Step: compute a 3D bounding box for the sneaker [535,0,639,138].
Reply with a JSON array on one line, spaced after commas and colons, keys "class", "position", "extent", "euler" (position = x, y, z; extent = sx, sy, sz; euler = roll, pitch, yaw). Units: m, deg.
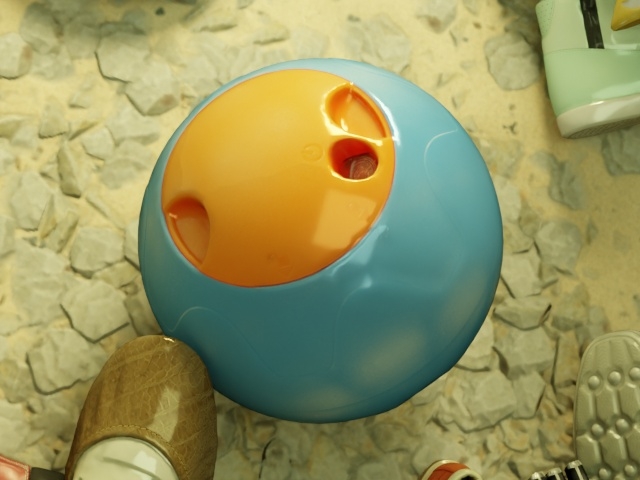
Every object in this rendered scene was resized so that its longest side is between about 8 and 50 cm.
[{"class": "sneaker", "position": [0.317, -0.191, 1.633], "extent": [0.256, 0.094, 0.151], "euler": [-13, 83, -16]}]

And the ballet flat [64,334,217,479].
[{"class": "ballet flat", "position": [-0.164, 0.238, 1.371], "extent": [0.116, 0.124, 0.342], "euler": [23, 113, 2]}]

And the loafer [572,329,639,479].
[{"class": "loafer", "position": [0.299, 0.230, 1.576], "extent": [0.111, 0.112, 0.319], "euler": [-15, 93, -59]}]

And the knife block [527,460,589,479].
[{"class": "knife block", "position": [0.232, 0.335, 1.550], "extent": [0.276, 0.088, 0.242], "euler": [29, 78, -8]}]

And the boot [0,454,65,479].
[{"class": "boot", "position": [-0.297, 0.278, 1.435], "extent": [0.176, 0.088, 0.244], "euler": [25, 75, -11]}]

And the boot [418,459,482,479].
[{"class": "boot", "position": [0.092, 0.259, 1.529], "extent": [0.059, 0.084, 0.158], "euler": [24, 80, -11]}]

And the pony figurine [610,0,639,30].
[{"class": "pony figurine", "position": [0.307, -0.389, 1.416], "extent": [0.303, 0.351, 0.363], "euler": [-15, 86, -41]}]

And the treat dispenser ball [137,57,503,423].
[{"class": "treat dispenser ball", "position": [0.000, 0.000, 1.433], "extent": [0.288, 0.288, 0.288], "euler": [2, 83, -13]}]
